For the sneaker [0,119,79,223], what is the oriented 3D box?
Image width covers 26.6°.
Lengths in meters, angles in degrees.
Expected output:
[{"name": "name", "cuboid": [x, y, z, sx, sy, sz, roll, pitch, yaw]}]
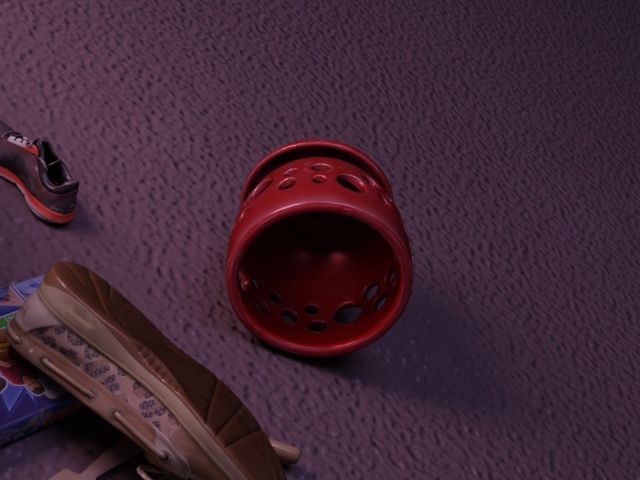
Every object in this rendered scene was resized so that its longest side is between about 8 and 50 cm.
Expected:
[{"name": "sneaker", "cuboid": [-0.301, -0.090, 1.408, 0.158, 0.065, 0.061, 43, 36, 16]}]

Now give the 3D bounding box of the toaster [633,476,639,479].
[{"name": "toaster", "cuboid": [0.315, 0.341, 1.257, 0.185, 0.168, 0.110, 34, 37, 5]}]

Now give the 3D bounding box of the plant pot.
[{"name": "plant pot", "cuboid": [0.000, 0.000, 1.425, 0.191, 0.191, 0.174, 23, 29, -12]}]

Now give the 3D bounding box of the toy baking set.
[{"name": "toy baking set", "cuboid": [-0.113, 0.219, 1.196, 0.256, 0.030, 0.197, 24, 35, -11]}]

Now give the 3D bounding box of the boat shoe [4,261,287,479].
[{"name": "boat shoe", "cuboid": [-0.148, 0.142, 1.177, 0.285, 0.089, 0.104, 44, 12, 7]}]

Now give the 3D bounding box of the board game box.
[{"name": "board game box", "cuboid": [-0.275, 0.108, 1.207, 0.136, 0.035, 0.201, 45, 37, 20]}]
